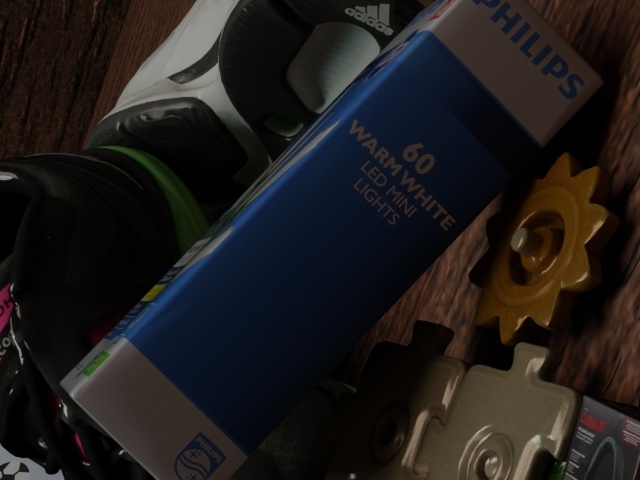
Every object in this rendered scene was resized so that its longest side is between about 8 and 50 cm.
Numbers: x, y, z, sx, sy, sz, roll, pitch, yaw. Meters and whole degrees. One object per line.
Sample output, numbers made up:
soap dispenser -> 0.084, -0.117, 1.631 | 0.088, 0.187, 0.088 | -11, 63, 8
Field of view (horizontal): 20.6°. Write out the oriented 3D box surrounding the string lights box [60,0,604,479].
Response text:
string lights box -> 0.000, 0.000, 0.805 | 0.259, 0.077, 0.133 | -46, 6, -9

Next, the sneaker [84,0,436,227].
sneaker -> -0.005, -0.161, 1.173 | 0.447, 0.169, 0.257 | -34, 32, 60

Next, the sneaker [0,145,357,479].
sneaker -> -0.114, 0.099, 0.994 | 0.483, 0.202, 0.185 | 45, 121, 49

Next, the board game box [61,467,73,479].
board game box -> -0.177, 0.221, 1.424 | 0.186, 0.026, 0.126 | 71, 162, -2

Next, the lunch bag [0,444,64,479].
lunch bag -> -0.329, 0.335, 1.657 | 0.385, 0.239, 0.328 | -41, 27, 25

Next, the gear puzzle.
gear puzzle -> 0.052, 0.123, 0.744 | 0.175, 0.044, 0.339 | 9, 77, 61

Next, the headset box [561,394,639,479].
headset box -> 0.108, 0.094, 0.615 | 0.062, 0.032, 0.083 | -155, 79, -77
